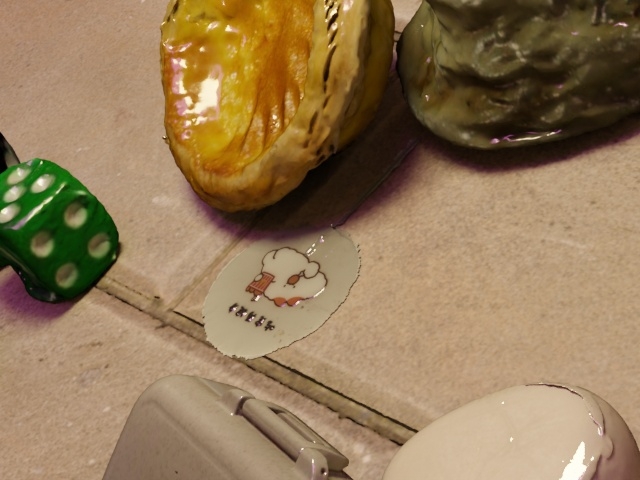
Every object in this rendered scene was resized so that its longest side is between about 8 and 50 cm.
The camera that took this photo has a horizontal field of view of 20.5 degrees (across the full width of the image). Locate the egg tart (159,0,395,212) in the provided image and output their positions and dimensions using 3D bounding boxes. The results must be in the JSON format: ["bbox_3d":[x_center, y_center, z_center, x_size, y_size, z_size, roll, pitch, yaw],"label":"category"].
[{"bbox_3d":[-0.038,-0.215,1.951,0.388,0.169,0.387,-16,70,55],"label":"egg tart"}]

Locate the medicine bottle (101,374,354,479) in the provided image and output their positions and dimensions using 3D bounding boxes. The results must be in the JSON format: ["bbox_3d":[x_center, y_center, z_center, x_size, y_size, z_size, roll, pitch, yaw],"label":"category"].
[{"bbox_3d":[-0.067,0.278,1.438,0.375,0.123,0.282,34,105,55],"label":"medicine bottle"}]

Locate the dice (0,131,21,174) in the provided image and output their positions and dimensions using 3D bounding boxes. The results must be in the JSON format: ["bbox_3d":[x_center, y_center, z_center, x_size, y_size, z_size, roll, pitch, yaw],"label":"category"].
[{"bbox_3d":[-0.469,-0.059,2.157,0.181,0.183,0.182,-29,34,9],"label":"dice"}]

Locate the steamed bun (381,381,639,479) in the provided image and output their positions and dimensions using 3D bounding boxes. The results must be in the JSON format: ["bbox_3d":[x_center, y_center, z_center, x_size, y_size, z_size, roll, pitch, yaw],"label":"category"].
[{"bbox_3d":[0.156,0.213,1.406,0.228,0.130,0.177,-19,38,31],"label":"steamed bun"}]

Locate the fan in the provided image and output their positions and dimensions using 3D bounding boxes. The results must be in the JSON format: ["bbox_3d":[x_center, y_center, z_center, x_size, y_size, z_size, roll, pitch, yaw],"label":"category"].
[{"bbox_3d":[0.000,-0.001,1.877,0.329,0.009,0.191,-46,37,-17],"label":"fan"}]

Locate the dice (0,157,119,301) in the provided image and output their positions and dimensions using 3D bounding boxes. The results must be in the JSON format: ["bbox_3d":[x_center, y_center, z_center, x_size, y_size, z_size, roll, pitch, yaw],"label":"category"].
[{"bbox_3d":[-0.317,-0.013,2.030,0.120,0.128,0.131,-47,37,-19],"label":"dice"}]

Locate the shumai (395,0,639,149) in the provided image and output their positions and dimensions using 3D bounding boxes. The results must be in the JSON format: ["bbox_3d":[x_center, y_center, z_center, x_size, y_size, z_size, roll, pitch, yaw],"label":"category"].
[{"bbox_3d":[0.219,-0.304,1.801,0.398,0.323,0.324,-17,40,20],"label":"shumai"}]
